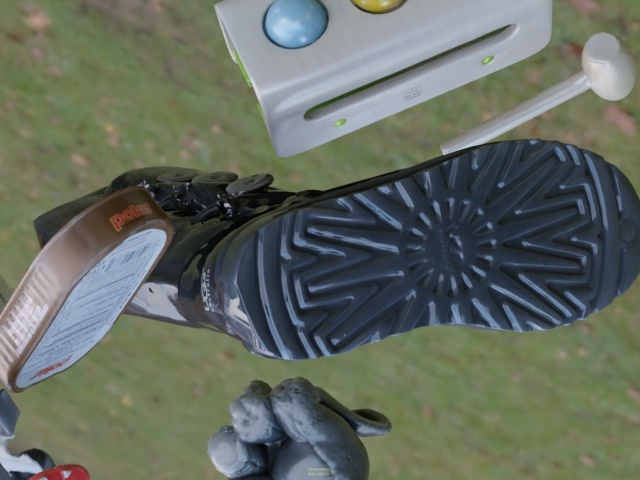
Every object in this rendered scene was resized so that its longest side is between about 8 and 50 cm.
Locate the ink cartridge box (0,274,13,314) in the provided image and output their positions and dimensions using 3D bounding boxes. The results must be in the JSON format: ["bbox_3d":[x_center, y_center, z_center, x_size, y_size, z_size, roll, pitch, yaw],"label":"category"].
[{"bbox_3d":[-0.350,0.062,1.602,0.061,0.104,0.181,59,179,-10],"label":"ink cartridge box"}]

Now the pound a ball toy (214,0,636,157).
[{"bbox_3d":[0.093,-0.177,1.495,0.136,0.319,0.208,74,173,-62],"label":"pound a ball toy"}]

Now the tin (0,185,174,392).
[{"bbox_3d":[-0.167,0.037,1.171,0.040,0.106,0.189,51,131,16],"label":"tin"}]

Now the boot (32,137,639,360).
[{"bbox_3d":[-0.002,0.000,1.441,0.367,0.146,0.445,-6,-177,-26],"label":"boot"}]

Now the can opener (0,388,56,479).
[{"bbox_3d":[-0.225,0.193,1.197,0.076,0.095,0.283,1,138,21],"label":"can opener"}]

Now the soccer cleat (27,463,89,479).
[{"bbox_3d":[-0.172,0.153,0.990,0.029,0.083,0.035,59,169,-16],"label":"soccer cleat"}]

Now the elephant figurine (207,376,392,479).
[{"bbox_3d":[-0.009,0.215,1.820,0.186,0.169,0.239,68,-167,7],"label":"elephant figurine"}]
